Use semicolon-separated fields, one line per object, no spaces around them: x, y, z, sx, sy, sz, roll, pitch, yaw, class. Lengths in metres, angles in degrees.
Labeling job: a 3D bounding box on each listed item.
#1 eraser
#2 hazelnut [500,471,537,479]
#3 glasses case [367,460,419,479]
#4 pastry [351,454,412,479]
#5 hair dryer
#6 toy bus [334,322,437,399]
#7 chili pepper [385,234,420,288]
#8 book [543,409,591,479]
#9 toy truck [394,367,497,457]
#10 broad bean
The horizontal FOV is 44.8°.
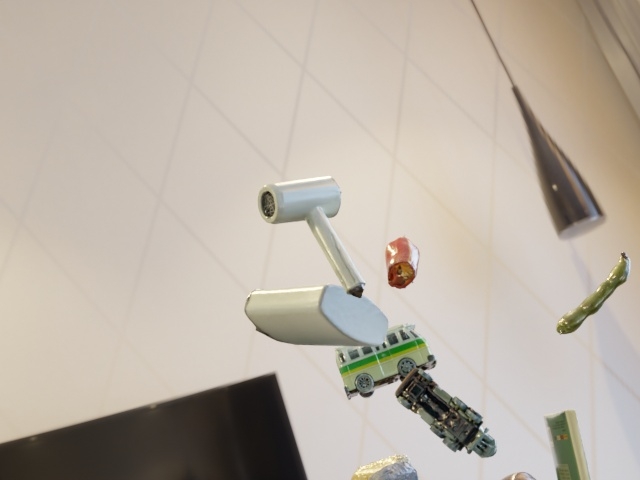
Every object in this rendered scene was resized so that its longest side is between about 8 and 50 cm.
-0.015;0.165;1.667;0.189;0.104;0.290;37;-25;-28;eraser
0.527;0.722;1.986;0.218;0.217;0.234;-17;17;-6;hazelnut
0.133;0.537;1.499;0.109;0.067;0.282;-16;-52;-21;glasses case
0.184;0.735;2.405;0.258;0.089;0.121;-27;22;46;pastry
0.000;0.000;1.270;0.131;0.236;0.073;-10;-29;-35;hair dryer
0.183;0.345;2.246;0.276;0.164;0.133;-20;-21;-3;toy bus
0.200;0.038;1.894;0.086;0.192;0.084;-14;-61;18;chili pepper
0.527;0.540;1.586;0.031;0.379;0.264;-10;-15;5;book
0.313;0.430;1.897;0.108;0.257;0.140;-52;-37;-2;toy truck
0.663;0.135;1.867;0.256;0.053;0.052;-48;-11;1;broad bean
